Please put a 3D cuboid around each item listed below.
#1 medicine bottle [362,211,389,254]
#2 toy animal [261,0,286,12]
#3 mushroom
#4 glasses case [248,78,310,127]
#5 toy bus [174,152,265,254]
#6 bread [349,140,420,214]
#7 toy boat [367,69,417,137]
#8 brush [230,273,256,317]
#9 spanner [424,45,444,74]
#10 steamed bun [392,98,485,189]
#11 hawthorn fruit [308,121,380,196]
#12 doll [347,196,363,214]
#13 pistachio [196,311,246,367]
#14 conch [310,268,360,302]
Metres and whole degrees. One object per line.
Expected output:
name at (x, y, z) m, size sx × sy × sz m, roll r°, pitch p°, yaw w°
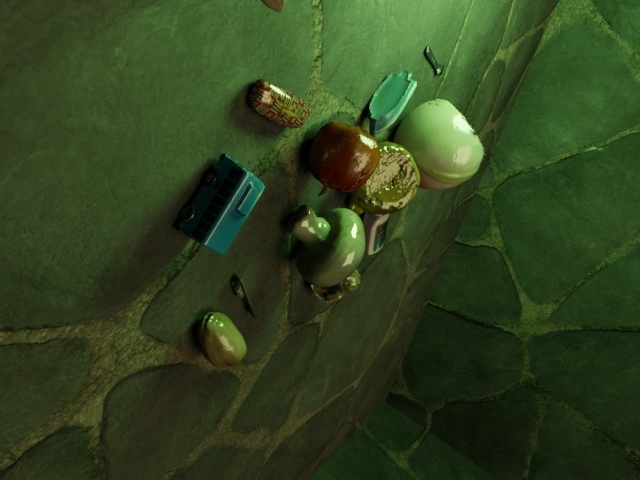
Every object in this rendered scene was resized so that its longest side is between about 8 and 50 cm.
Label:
medicine bottle at (0.198, -0.058, 1.741) m, size 0.115 × 0.078 × 0.219 m, roll -38°, pitch 146°, yaw -36°
toy animal at (-0.087, -0.500, 0.723) m, size 0.165 × 0.149 × 0.248 m, roll 28°, pitch 80°, yaw -49°
mushroom at (0.000, 0.000, 1.337) m, size 0.243 × 0.243 × 0.244 m, roll -42°, pitch 148°, yaw -34°
glasses case at (-0.081, -0.287, 1.039) m, size 0.194 × 0.049 × 0.073 m, roll 0°, pitch 116°, yaw -61°
toy bus at (-0.198, -0.073, 0.981) m, size 0.185 × 0.106 × 0.090 m, roll -59°, pitch 152°, yaw -4°
bread at (0.188, -0.191, 1.475) m, size 0.229 × 0.123 × 0.230 m, roll -5°, pitch 104°, yaw -20°
toy boat at (0.205, -0.392, 1.410) m, size 0.215 × 0.088 × 0.102 m, roll -57°, pitch 158°, yaw -11°
brush at (-0.205, 0.155, 1.279) m, size 0.027 × 0.034 × 0.190 m, roll -38°, pitch 147°, yaw -21°
spanner at (0.382, -0.599, 1.609) m, size 0.208 × 0.012 × 0.046 m, roll 10°, pitch 106°, yaw -62°
steamed bun at (0.360, -0.291, 1.593) m, size 0.309 × 0.309 × 0.310 m, roll -42°, pitch 148°, yaw -34°
hawthorn fruit at (0.049, -0.196, 1.221) m, size 0.201 × 0.179 × 0.179 m, roll -60°, pitch 154°, yaw 1°
doll at (0.148, -0.156, 1.573) m, size 0.163 × 0.062 × 0.106 m, roll -53°, pitch 151°, yaw -13°
pistachio at (-0.251, 0.252, 1.217) m, size 0.186 × 0.108 × 0.126 m, roll 67°, pitch 32°, yaw -50°
conch at (0.041, 0.134, 1.594) m, size 0.207 × 0.130 × 0.156 m, roll 16°, pitch 89°, yaw -49°
